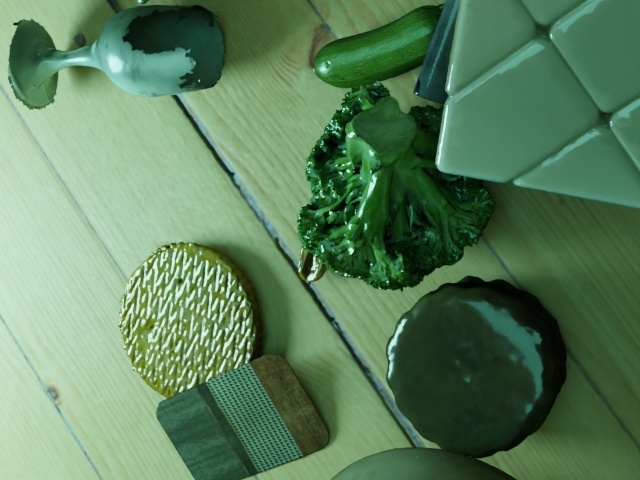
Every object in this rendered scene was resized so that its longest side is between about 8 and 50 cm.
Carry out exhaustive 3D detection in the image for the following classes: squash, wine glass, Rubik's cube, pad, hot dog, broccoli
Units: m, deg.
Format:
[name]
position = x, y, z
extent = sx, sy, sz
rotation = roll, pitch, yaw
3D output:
[squash]
position = 0.091, -0.258, 1.296
extent = 0.219, 0.068, 0.077
rotation = -19, 72, 23
[wine glass]
position = -0.303, -0.274, 1.428
extent = 0.321, 0.143, 0.143
rotation = -4, 93, 20
[Rubik's cube]
position = 0.312, -0.236, 1.013
extent = 0.321, 0.316, 0.319
rotation = 10, 115, 10
[pad]
position = -0.090, 0.351, 1.431
extent = 0.250, 0.055, 0.323
rotation = -26, 80, 23
[hot dog]
position = 0.000, 0.000, 1.377
extent = 0.056, 0.041, 0.133
rotation = 19, 94, 20
[broccoli]
position = 0.087, -0.071, 1.235
extent = 0.269, 0.242, 0.261
rotation = -41, 67, -21

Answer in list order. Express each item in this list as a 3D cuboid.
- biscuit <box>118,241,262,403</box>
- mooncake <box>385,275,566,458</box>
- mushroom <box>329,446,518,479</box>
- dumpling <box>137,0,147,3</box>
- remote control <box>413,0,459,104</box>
[biscuit]
position = -0.199, 0.128, 1.469
extent = 0.254, 0.035, 0.254
rotation = 3, 97, 23
[mooncake]
position = 0.206, 0.160, 1.257
extent = 0.228, 0.124, 0.228
rotation = 2, 95, 28
[mushroom]
position = 0.140, 0.432, 1.187
extent = 0.362, 0.295, 0.362
rotation = 16, 136, 16
[dumpling]
position = -0.234, -0.445, 1.407
extent = 0.104, 0.149, 0.217
rotation = 22, 89, -10
[remote control]
position = 0.226, -0.345, 1.194
extent = 0.107, 0.044, 0.378
rotation = 10, 113, -20
